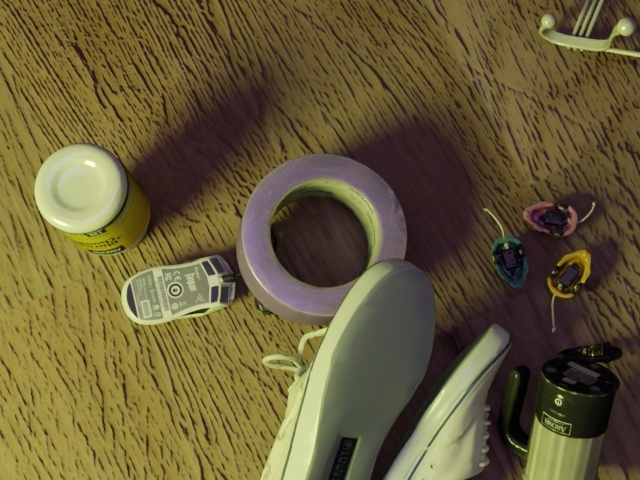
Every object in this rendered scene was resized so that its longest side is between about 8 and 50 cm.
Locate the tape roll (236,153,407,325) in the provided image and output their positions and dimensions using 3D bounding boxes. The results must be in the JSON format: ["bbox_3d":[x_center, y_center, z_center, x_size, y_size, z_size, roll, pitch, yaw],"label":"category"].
[{"bbox_3d":[0.000,0.000,1.455,0.189,0.080,0.188,2,78,-9],"label":"tape roll"}]

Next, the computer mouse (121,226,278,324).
[{"bbox_3d":[-0.139,0.051,1.497,0.193,0.042,0.106,-12,81,-3],"label":"computer mouse"}]

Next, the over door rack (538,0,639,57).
[{"bbox_3d":[0.439,-0.311,1.457,0.324,0.108,0.239,20,80,26],"label":"over door rack"}]

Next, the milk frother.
[{"bbox_3d":[0.283,0.191,1.404,0.143,0.129,0.134,-8,117,-32],"label":"milk frother"}]

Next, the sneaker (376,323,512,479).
[{"bbox_3d":[0.150,0.216,1.417,0.091,0.094,0.258,33,90,0],"label":"sneaker"}]

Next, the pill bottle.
[{"bbox_3d":[-0.253,-0.040,1.452,0.103,0.184,0.103,-1,77,5],"label":"pill bottle"}]

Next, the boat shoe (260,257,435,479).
[{"bbox_3d":[0.005,0.181,1.398,0.136,0.156,0.367,12,99,-36],"label":"boat shoe"}]

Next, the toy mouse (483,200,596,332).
[{"bbox_3d":[0.250,0.005,1.476,0.143,0.031,0.161,32,82,11],"label":"toy mouse"}]
